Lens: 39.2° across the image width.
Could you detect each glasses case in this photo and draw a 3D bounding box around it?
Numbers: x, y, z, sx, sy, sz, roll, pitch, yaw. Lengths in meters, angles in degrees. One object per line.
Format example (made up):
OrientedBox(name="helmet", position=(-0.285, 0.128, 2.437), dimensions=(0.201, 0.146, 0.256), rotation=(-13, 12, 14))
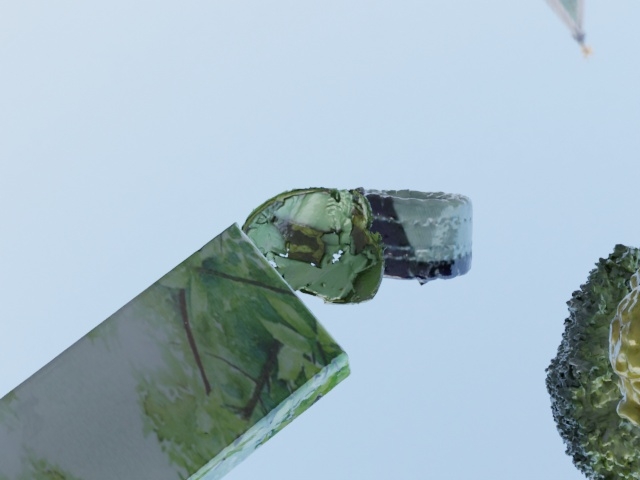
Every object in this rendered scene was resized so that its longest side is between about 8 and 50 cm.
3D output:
OrientedBox(name="glasses case", position=(-0.118, 0.113, 0.438), dimensions=(0.272, 0.062, 0.095), rotation=(-37, -111, -10))

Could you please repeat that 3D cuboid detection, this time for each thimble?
OrientedBox(name="thimble", position=(0.150, -0.014, 1.537), dimensions=(0.237, 0.237, 0.150), rotation=(10, -79, 39))

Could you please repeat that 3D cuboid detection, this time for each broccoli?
OrientedBox(name="broccoli", position=(0.514, 0.227, 1.290), dimensions=(0.397, 0.274, 0.353), rotation=(27, -73, 23))

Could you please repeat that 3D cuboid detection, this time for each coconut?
OrientedBox(name="coconut", position=(0.000, 0.003, 0.961), dimensions=(0.158, 0.055, 0.133), rotation=(36, -96, 0))

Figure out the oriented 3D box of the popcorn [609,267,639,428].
OrientedBox(name="popcorn", position=(0.407, 0.098, 0.857), dimensions=(0.265, 0.233, 0.192), rotation=(-3, -162, -22))
